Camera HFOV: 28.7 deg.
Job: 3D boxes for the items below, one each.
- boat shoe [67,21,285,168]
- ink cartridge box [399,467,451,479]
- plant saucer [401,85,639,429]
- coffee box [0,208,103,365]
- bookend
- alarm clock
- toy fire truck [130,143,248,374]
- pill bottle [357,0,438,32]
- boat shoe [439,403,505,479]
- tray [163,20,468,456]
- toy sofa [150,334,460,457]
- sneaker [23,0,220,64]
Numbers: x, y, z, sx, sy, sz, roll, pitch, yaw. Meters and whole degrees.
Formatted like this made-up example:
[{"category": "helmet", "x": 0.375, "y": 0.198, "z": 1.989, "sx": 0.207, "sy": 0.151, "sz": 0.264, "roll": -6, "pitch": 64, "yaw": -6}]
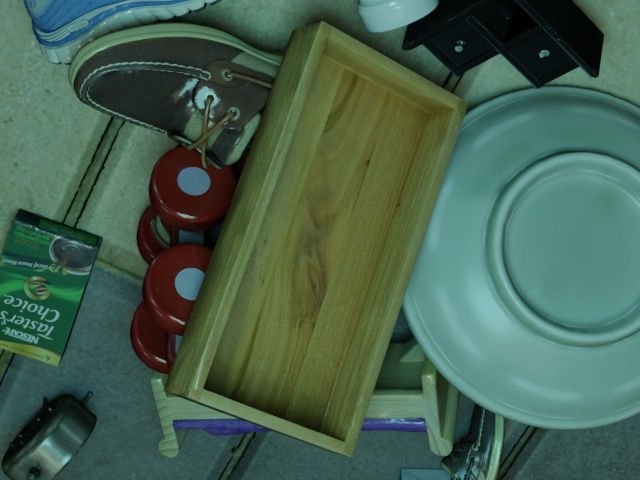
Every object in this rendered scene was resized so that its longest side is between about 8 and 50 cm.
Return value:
[{"category": "boat shoe", "x": -0.102, "y": -0.143, "z": 1.370, "sx": 0.342, "sy": 0.123, "sz": 0.123, "roll": 8, "pitch": 138, "yaw": -29}, {"category": "ink cartridge box", "x": 0.155, "y": 0.405, "z": 1.721, "sx": 0.104, "sy": 0.060, "sz": 0.180, "roll": 2, "pitch": 115, "yaw": -1}, {"category": "plant saucer", "x": 0.285, "y": 0.012, "z": 1.409, "sx": 0.401, "sy": 0.100, "sz": 0.400, "roll": 1, "pitch": 83, "yaw": -7}, {"category": "coffee box", "x": -0.354, "y": 0.062, "z": 1.576, "sx": 0.113, "sy": 0.040, "sz": 0.184, "roll": 20, "pitch": 114, "yaw": -9}, {"category": "bookend", "x": 0.203, "y": -0.223, "z": 1.394, "sx": 0.156, "sy": 0.072, "sz": 0.157, "roll": 39, "pitch": 138, "yaw": -27}, {"category": "alarm clock", "x": -0.352, "y": 0.265, "z": 1.588, "sx": 0.129, "sy": 0.192, "sz": 0.064, "roll": -41, "pitch": 107, "yaw": 17}, {"category": "toy fire truck", "x": -0.081, "y": 0.027, "z": 1.447, "sx": 0.254, "sy": 0.302, "sz": 0.169, "roll": 6, "pitch": 154, "yaw": -13}, {"category": "pill bottle", "x": 0.051, "y": -0.335, "z": 1.343, "sx": 0.118, "sy": 0.117, "sz": 0.208, "roll": -19, "pitch": 113, "yaw": 9}, {"category": "boat shoe", "x": 0.191, "y": 0.297, "z": 1.624, "sx": 0.074, "sy": 0.080, "sz": 0.223, "roll": 9, "pitch": 86, "yaw": -1}, {"category": "tray", "x": 0.000, "y": 0.000, "z": 1.333, "sx": 0.203, "sy": 0.076, "sz": 0.410, "roll": 25, "pitch": 79, "yaw": -28}, {"category": "toy sofa", "x": -0.012, "y": 0.201, "z": 1.548, "sx": 0.363, "sy": 0.150, "sz": 0.177, "roll": -2, "pitch": 117, "yaw": 12}, {"category": "sneaker", "x": -0.184, "y": -0.314, "z": 1.350, "sx": 0.330, "sy": 0.129, "sz": 0.147, "roll": -22, "pitch": 115, "yaw": 11}]
